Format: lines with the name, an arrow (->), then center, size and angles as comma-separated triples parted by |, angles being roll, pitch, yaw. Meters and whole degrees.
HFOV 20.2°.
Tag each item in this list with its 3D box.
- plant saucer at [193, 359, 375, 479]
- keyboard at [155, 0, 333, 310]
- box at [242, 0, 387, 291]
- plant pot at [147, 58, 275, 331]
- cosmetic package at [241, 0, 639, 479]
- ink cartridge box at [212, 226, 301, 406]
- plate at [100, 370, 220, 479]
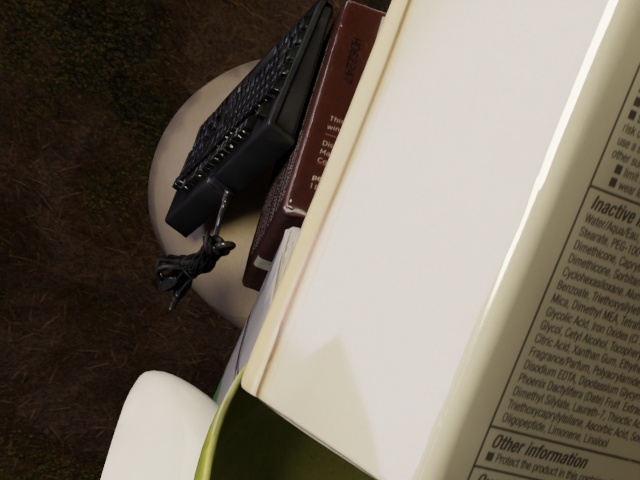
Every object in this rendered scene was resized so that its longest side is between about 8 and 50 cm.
plant saucer -> 0.026, 0.149, 0.681 | 0.037, 0.241, 0.241 | -27, 32, 32
keyboard -> -0.072, -0.057, 1.376 | 0.317, 0.033, 0.201 | 144, 144, -69
box -> 0.055, -0.042, 1.318 | 0.203, 0.168, 0.167 | 123, 163, -70
plant pot -> 0.000, 0.000, 1.558 | 0.274, 0.256, 0.256 | -125, 52, -64
cosmetic package -> 0.112, -0.056, 0.631 | 0.113, 0.160, 0.309 | 27, 96, 50
ink cartridge box -> 0.015, 0.110, 1.251 | 0.219, 0.160, 0.092 | 113, 172, -47
plate -> 0.005, 0.219, 0.677 | 0.045, 0.278, 0.277 | -27, 31, 32
